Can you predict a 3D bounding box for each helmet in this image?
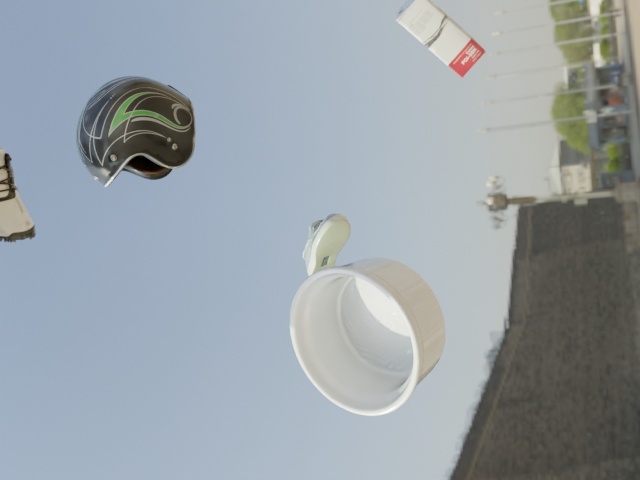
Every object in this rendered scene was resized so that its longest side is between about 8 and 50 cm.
[{"bbox_3d":[-0.283,-0.162,1.110,0.162,0.169,0.169,4,-100,-26],"label":"helmet"}]

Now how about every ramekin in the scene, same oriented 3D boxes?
[{"bbox_3d":[0.091,0.164,1.341,0.135,0.277,0.277,-22,-73,-49],"label":"ramekin"}]

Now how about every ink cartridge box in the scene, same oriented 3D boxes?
[{"bbox_3d":[0.186,-0.325,1.152,0.135,0.056,0.099,38,-159,-12],"label":"ink cartridge box"}]

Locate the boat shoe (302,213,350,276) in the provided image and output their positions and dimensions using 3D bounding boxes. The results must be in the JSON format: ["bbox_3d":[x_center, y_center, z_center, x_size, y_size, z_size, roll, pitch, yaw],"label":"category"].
[{"bbox_3d":[0.001,0.000,1.594,0.081,0.079,0.227,62,154,26],"label":"boat shoe"}]

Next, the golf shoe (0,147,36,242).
[{"bbox_3d":[-0.468,-0.078,1.048,0.077,0.198,0.094,-19,-37,-44],"label":"golf shoe"}]
